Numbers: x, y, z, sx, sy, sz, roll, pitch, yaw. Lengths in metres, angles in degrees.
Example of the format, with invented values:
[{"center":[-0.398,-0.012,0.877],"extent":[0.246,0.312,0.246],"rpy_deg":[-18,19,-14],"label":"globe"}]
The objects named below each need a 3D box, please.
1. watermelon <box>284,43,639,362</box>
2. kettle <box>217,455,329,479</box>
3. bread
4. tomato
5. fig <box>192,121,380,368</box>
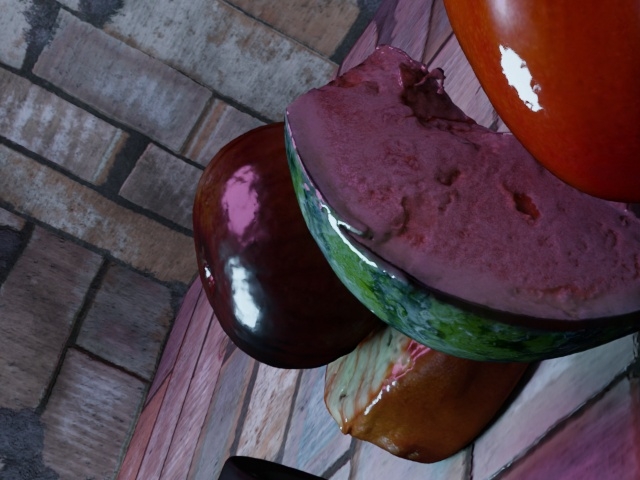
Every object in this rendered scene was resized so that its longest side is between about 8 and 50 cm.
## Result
[{"center":[0.114,-0.001,0.800],"extent":[0.180,0.305,0.224],"rpy_deg":[-57,-17,12],"label":"watermelon"},{"center":[-0.016,0.356,0.825],"extent":[0.321,0.228,0.324],"rpy_deg":[44,-114,-75],"label":"kettle"},{"center":[0.120,0.053,1.060],"extent":[0.327,0.114,0.295],"rpy_deg":[-63,13,-3],"label":"bread"},{"center":[0.222,-0.143,0.708],"extent":[0.298,0.299,0.226],"rpy_deg":[-106,12,-73],"label":"tomato"},{"center":[-0.016,0.008,1.013],"extent":[0.235,0.215,0.234],"rpy_deg":[-13,74,55],"label":"fig"}]
